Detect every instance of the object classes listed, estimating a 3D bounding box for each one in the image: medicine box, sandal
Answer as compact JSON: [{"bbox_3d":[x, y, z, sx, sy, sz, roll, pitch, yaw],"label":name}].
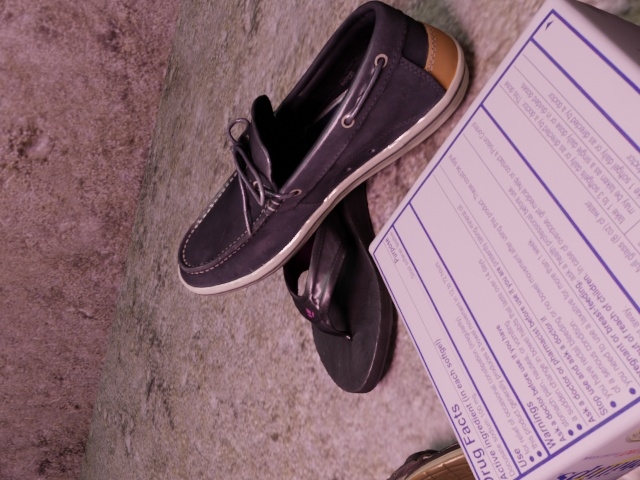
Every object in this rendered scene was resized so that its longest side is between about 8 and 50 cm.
[{"bbox_3d":[0.203,0.017,0.455,0.289,0.149,0.263,-58,40,38],"label":"medicine box"},{"bbox_3d":[-0.001,0.000,0.844,0.167,0.107,0.446,-38,53,51],"label":"sandal"}]

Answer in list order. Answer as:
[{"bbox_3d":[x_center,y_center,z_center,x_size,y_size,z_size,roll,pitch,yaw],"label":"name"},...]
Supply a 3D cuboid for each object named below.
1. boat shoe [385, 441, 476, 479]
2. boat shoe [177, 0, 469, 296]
[{"bbox_3d":[0.119,0.265,0.635,0.223,0.080,0.073,-53,8,32],"label":"boat shoe"},{"bbox_3d":[-0.047,-0.104,0.752,0.500,0.156,0.187,-39,44,28],"label":"boat shoe"}]
